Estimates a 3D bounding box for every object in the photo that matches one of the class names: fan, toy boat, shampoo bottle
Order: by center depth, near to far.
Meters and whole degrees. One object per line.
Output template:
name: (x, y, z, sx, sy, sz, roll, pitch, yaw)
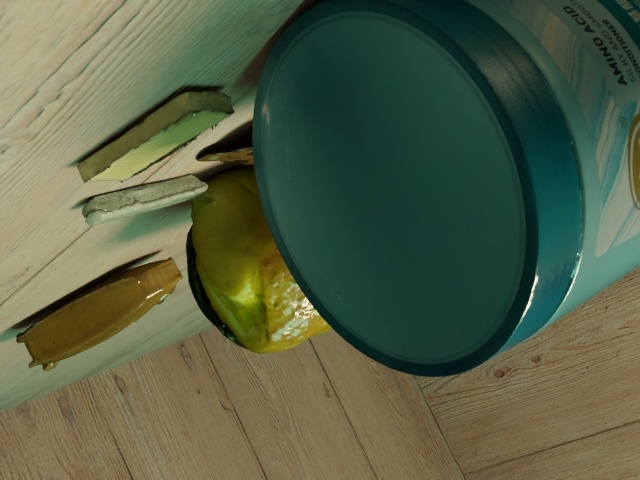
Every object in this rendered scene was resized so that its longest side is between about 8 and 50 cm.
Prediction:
shampoo bottle: (0.168, -0.088, 0.872, 0.342, 0.331, 0.331, -22, 173, -38)
fan: (-0.019, -0.108, 1.074, 0.226, 0.008, 0.152, -8, 176, 26)
toy boat: (-0.365, 0.120, 1.545, 0.321, 0.089, 0.121, -30, 179, 17)

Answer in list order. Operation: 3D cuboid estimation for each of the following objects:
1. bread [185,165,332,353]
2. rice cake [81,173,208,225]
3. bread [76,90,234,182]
bread: (0.000, 0.000, 1.263, 0.376, 0.251, 0.208, -20, -150, -33)
rice cake: (-0.202, -0.049, 1.080, 0.171, 0.029, 0.033, -18, 166, -48)
bread: (-0.158, -0.096, 0.878, 0.153, 0.028, 0.068, -28, 173, 27)
